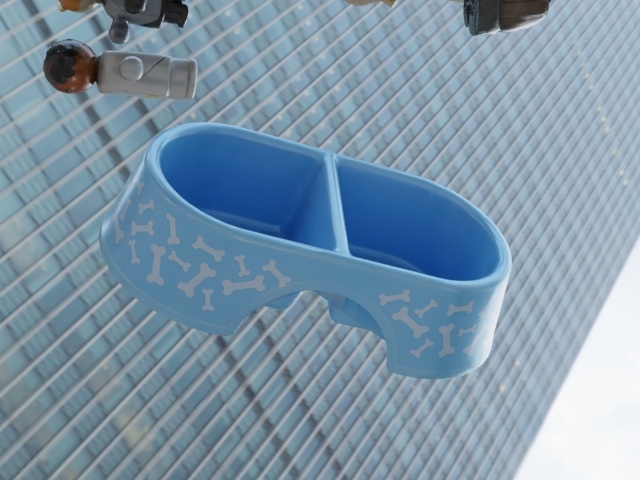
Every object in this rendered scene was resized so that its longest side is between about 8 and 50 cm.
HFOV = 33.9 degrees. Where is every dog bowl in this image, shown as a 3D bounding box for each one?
[{"bbox_3d":[0.000,0.000,0.740,0.297,0.166,0.074,15,-57,-15],"label":"dog bowl"}]

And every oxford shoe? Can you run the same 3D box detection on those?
[{"bbox_3d":[0.204,-0.266,1.145,0.096,0.227,0.083,-2,-65,2],"label":"oxford shoe"}]

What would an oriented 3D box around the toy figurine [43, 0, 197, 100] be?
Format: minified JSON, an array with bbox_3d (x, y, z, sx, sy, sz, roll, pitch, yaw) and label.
[{"bbox_3d":[-0.178,-0.240,0.940,0.148,0.213,0.209,5,-42,-16],"label":"toy figurine"}]

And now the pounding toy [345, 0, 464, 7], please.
[{"bbox_3d":[0.094,-0.327,1.322,0.269,0.155,0.154,9,-17,-8],"label":"pounding toy"}]
